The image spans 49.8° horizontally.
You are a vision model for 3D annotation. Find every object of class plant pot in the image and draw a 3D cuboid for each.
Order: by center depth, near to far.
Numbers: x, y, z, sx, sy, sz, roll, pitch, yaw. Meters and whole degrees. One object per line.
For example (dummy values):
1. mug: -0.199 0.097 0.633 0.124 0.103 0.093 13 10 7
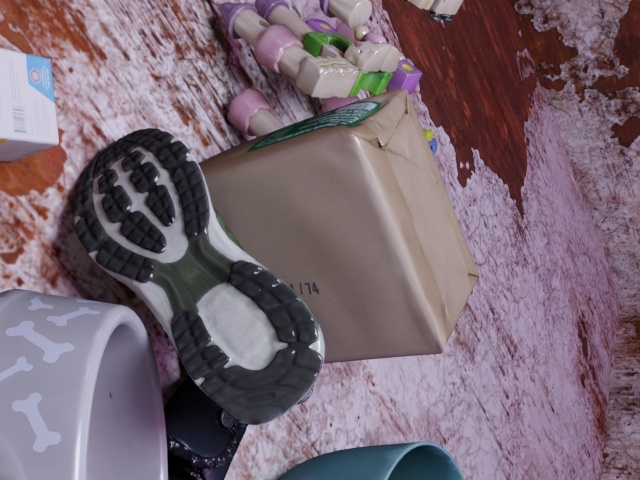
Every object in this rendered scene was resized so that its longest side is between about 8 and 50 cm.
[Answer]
1. plant pot: 0.044 0.422 0.943 0.293 0.235 0.293 17 68 -52

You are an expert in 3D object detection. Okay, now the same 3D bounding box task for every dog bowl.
1. dog bowl: -0.212 0.213 0.607 0.349 0.102 0.349 176 -90 -87

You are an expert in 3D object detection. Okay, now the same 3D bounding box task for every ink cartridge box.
1. ink cartridge box: -0.346 -0.134 0.669 0.143 0.090 0.092 0 81 -53

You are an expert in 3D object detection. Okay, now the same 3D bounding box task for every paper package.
1. paper package: 0.000 0.000 0.914 0.168 0.325 0.309 -48 119 -49

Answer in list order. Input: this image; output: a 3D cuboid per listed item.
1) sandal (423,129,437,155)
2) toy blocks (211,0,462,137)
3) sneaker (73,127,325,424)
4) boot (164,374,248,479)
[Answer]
1. sandal: 0.131 -0.107 1.306 0.317 0.126 0.138 -45 121 -40
2. toy blocks: -0.001 -0.320 1.061 0.288 0.309 0.260 -15 52 -47
3. sneaker: -0.138 0.045 0.785 0.410 0.158 0.182 52 -8 26
4. boot: -0.148 0.172 0.861 0.207 0.094 0.246 -54 130 -50
